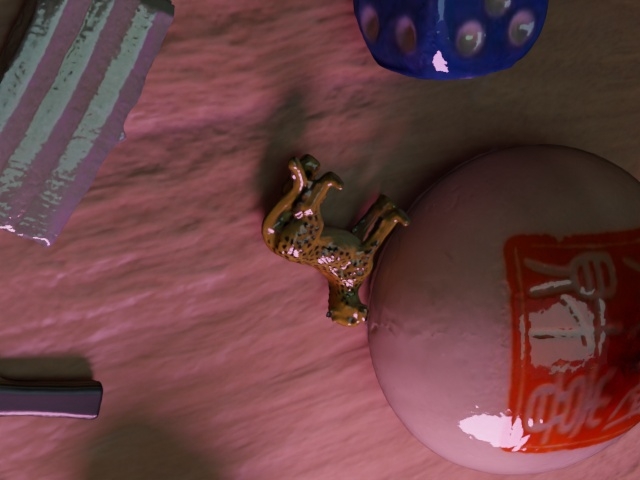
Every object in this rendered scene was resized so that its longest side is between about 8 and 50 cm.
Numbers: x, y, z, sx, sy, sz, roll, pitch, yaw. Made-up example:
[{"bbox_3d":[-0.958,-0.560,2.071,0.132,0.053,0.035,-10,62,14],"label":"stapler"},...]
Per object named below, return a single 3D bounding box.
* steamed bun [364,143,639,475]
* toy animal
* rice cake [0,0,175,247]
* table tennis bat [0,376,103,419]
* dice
[{"bbox_3d":[0.242,0.087,1.158,0.375,0.241,0.374,-11,114,-26],"label":"steamed bun"},{"bbox_3d":[0.000,0.000,1.069,0.181,0.073,0.136,26,101,-41],"label":"toy animal"},{"bbox_3d":[-0.219,-0.116,0.894,0.127,0.043,0.237,25,95,-39],"label":"rice cake"},{"bbox_3d":[-0.333,0.133,0.933,0.301,0.022,0.173,6,105,-34],"label":"table tennis bat"},{"bbox_3d":[0.117,-0.236,1.000,0.143,0.146,0.146,-15,117,-26],"label":"dice"}]
